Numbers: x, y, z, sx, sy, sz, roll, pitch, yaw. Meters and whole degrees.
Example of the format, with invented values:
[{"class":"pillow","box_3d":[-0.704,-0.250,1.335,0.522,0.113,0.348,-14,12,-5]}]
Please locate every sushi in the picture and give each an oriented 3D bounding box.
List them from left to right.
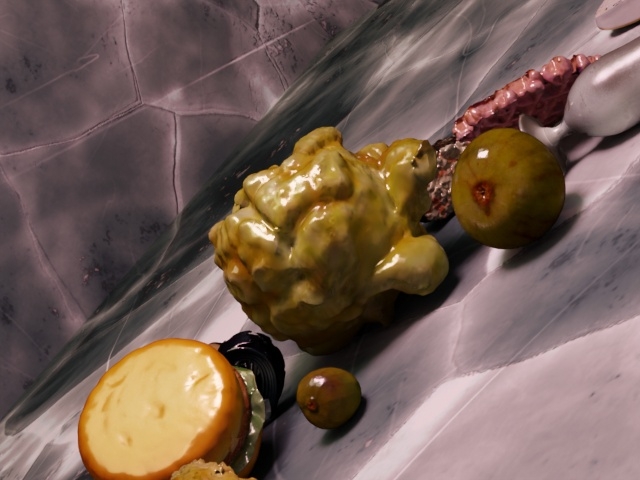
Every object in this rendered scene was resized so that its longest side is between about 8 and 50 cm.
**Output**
[{"class":"sushi","box_3d":[0.181,-0.091,2.089,0.150,0.090,0.078,-45,17,-19]}]

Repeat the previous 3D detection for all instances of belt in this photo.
[{"class":"belt","box_3d":[-0.101,0.192,1.932,0.058,0.105,0.140,-71,-13,-65]}]

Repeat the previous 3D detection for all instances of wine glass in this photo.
[{"class":"wine glass","box_3d":[0.362,-0.179,1.810,0.222,0.103,0.103,-35,15,28]}]

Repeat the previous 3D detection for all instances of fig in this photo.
[{"class":"fig","box_3d":[0.016,0.187,1.723,0.088,0.074,0.074,-17,-10,-47]},{"class":"fig","box_3d":[0.247,-0.057,1.753,0.148,0.186,0.142,-57,47,35]}]

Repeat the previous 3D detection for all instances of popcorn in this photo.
[{"class":"popcorn","box_3d":[0.002,-0.004,1.906,0.279,0.274,0.335,-5,-28,-19]}]

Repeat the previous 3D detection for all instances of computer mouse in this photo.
[{"class":"computer mouse","box_3d":[0.501,-0.377,2.154,0.199,0.045,0.102,-29,19,45]}]

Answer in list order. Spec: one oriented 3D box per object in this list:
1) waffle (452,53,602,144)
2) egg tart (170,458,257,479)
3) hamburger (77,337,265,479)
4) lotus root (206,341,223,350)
[{"class":"waffle","box_3d":[0.298,-0.189,1.955,0.221,0.055,0.234,-31,-12,27]},{"class":"egg tart","box_3d":[-0.154,0.379,1.414,0.339,0.153,0.351,-50,15,-26]},{"class":"hamburger","box_3d":[-0.179,0.253,1.826,0.246,0.170,0.246,-13,50,16]},{"class":"lotus root","box_3d":[-0.192,0.233,2.028,0.257,0.140,0.154,-45,-11,-46]}]
